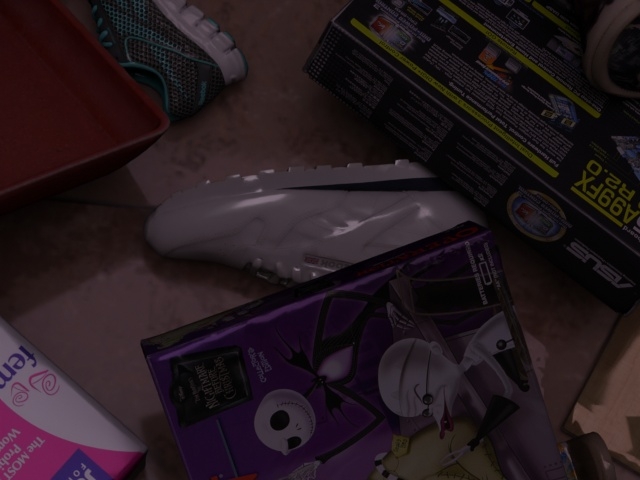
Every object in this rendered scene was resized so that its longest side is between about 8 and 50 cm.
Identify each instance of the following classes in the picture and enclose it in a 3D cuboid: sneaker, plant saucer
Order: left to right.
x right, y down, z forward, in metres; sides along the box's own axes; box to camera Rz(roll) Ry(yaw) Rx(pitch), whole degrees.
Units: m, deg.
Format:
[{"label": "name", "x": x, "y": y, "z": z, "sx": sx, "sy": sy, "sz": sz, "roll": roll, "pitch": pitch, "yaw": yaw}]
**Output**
[{"label": "plant saucer", "x": -0.265, "y": -0.081, "z": 0.975, "sx": 0.259, "sy": 0.048, "sz": 0.258, "roll": -23, "pitch": 49, "yaw": -25}, {"label": "sneaker", "x": -0.132, "y": -0.147, "z": 1.071, "sx": 0.166, "sy": 0.065, "sz": 0.076, "roll": 40, "pitch": 79, "yaw": 5}, {"label": "sneaker", "x": 0.000, "y": 0.000, "z": 1.041, "sx": 0.235, "sy": 0.090, "sz": 0.095, "roll": -5, "pitch": 87, "yaw": -6}]

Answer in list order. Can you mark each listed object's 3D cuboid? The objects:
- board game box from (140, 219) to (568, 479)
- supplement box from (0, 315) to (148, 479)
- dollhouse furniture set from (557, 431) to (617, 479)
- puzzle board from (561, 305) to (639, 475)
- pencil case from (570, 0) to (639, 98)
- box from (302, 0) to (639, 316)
[{"label": "board game box", "x": 0.050, "y": 0.185, "z": 0.898, "sx": 0.208, "sy": 0.056, "sz": 0.347, "roll": -20, "pitch": 102, "yaw": -5}, {"label": "supplement box", "x": -0.224, "y": 0.104, "z": 0.972, "sx": 0.220, "sy": 0.114, "sz": 0.111, "roll": 40, "pitch": 74, "yaw": 2}, {"label": "dollhouse furniture set", "x": 0.078, "y": 0.154, "z": 0.970, "sx": 0.212, "sy": 0.161, "sz": 0.242, "roll": -14, "pitch": 79, "yaw": -10}, {"label": "puzzle board", "x": 0.237, "y": 0.100, "z": 1.080, "sx": 0.096, "sy": 0.011, "sz": 0.128, "roll": 31, "pitch": 76, "yaw": 0}, {"label": "pencil case", "x": 0.192, "y": -0.291, "z": 1.041, "sx": 0.160, "sy": 0.183, "sz": 0.410, "roll": -27, "pitch": 62, "yaw": 22}, {"label": "box", "x": 0.156, "y": -0.109, "z": 1.058, "sx": 0.270, "sy": 0.060, "sz": 0.216, "roll": 37, "pitch": 54, "yaw": 3}]
